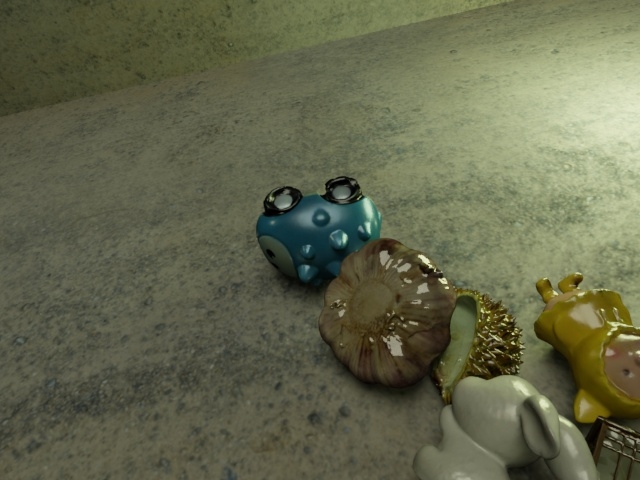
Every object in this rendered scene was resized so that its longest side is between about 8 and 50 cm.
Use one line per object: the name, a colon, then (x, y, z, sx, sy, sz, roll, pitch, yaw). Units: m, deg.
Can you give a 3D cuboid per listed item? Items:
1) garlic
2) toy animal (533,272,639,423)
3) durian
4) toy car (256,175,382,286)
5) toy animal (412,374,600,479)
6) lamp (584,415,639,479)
garlic: (0.116, 0.124, 0.771, 0.245, 0.160, 0.244, -13, 63, 28)
toy animal: (0.412, 0.154, 0.690, 0.156, 0.156, 0.229, -12, 53, 1)
durian: (0.256, 0.166, 0.756, 0.139, 0.144, 0.252, -29, 35, 43)
toy car: (0.000, 0.000, 0.911, 0.255, 0.188, 0.190, -7, 49, 3)
toy animal: (0.219, 0.269, 0.572, 0.193, 0.127, 0.178, -44, 15, 2)
lamp: (0.310, 0.367, 0.517, 0.090, 0.089, 0.325, 20, 51, 30)
